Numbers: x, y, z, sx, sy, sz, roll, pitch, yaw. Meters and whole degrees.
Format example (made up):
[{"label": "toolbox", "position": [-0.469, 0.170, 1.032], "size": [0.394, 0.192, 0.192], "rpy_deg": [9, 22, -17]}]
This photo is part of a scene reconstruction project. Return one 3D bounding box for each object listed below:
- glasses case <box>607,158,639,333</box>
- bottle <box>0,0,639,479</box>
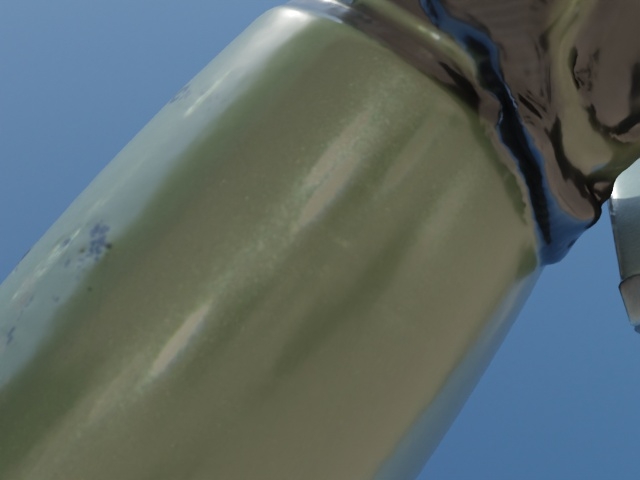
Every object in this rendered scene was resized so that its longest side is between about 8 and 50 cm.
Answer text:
[{"label": "glasses case", "position": [0.246, -0.022, 0.429], "size": [0.105, 0.266, 0.056], "rpy_deg": [-77, -33, -55]}, {"label": "bottle", "position": [0.001, 0.000, 0.429], "size": [0.168, 0.168, 0.347], "rpy_deg": [39, -94, -13]}]
